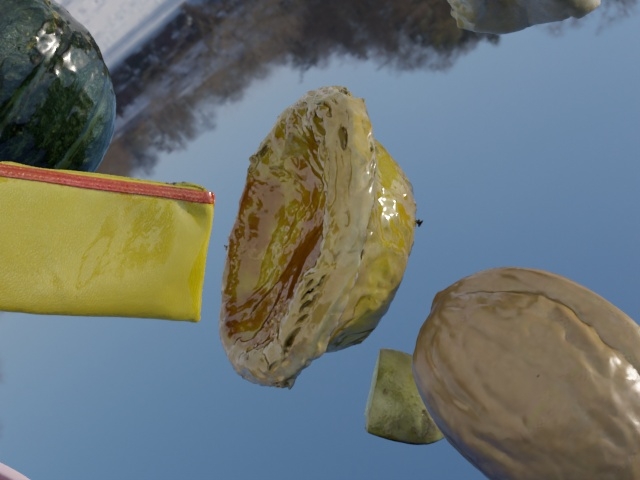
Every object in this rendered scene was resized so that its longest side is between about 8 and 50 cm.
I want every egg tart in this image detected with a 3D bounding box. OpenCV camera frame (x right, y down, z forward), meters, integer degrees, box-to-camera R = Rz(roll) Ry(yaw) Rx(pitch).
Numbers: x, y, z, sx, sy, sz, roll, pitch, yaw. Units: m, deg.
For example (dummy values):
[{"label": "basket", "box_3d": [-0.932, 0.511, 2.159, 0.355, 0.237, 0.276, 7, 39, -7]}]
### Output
[{"label": "egg tart", "box_3d": [0.000, 0.000, 1.160, 0.388, 0.168, 0.388, -164, -90, -71]}]

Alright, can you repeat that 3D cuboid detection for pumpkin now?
[{"label": "pumpkin", "box_3d": [-0.374, -0.178, 1.178, 0.197, 0.293, 0.263, 23, -113, 47]}]

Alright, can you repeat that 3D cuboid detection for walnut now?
[{"label": "walnut", "box_3d": [0.209, 0.138, 0.912, 0.225, 0.261, 0.225, -44, 163, -17]}]

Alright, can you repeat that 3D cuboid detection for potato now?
[{"label": "potato", "box_3d": [0.148, 0.241, 1.463, 0.081, 0.149, 0.120, -100, -162, -71]}]

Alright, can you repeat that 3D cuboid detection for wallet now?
[{"label": "wallet", "box_3d": [-0.221, 0.001, 0.904, 0.067, 0.241, 0.141, 15, -83, 60]}]

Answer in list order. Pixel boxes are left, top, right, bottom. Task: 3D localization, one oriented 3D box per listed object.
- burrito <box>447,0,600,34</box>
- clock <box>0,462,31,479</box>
[{"label": "burrito", "box_3d": [0.196, -0.338, 0.984, 0.190, 0.332, 0.135, -21, -135, 9]}, {"label": "clock", "box_3d": [-0.321, 0.216, 0.663, 0.080, 0.275, 0.290, -63, 163, 7]}]
